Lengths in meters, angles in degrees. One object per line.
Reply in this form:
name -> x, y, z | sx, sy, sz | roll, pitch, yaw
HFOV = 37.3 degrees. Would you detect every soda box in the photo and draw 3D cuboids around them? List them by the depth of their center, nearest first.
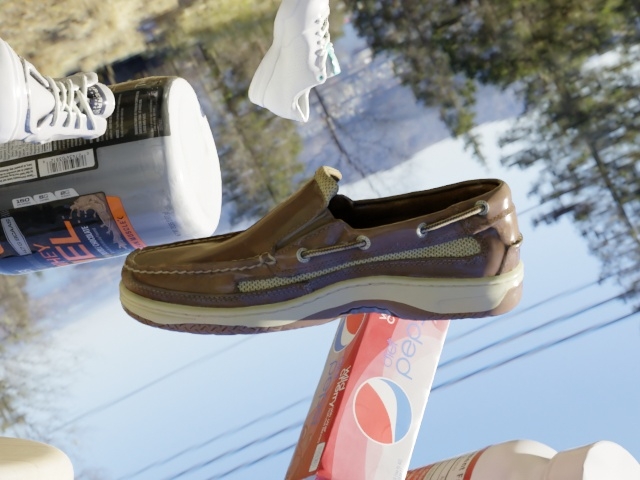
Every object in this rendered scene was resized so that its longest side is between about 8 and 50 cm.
soda box -> 0.055, 0.140, 0.950 | 0.083, 0.092, 0.263 | -40, -156, 56

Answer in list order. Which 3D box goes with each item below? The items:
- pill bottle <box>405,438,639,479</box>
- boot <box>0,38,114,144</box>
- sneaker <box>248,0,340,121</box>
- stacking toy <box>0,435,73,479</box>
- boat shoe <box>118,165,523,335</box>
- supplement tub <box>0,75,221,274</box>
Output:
pill bottle -> 0.191, 0.373, 1.142 | 0.407, 0.229, 0.229 | -28, 180, 39
boot -> -0.253, -0.137, 0.879 | 0.123, 0.095, 0.258 | -5, -172, -20
sneaker -> -0.012, -0.242, 1.166 | 0.080, 0.094, 0.212 | -50, 168, -51
stacking toy -> -0.239, 0.297, 0.595 | 0.141, 0.331, 0.141 | 4, 177, 0
boat shoe -> -0.001, -0.003, 0.603 | 0.257, 0.095, 0.095 | -4, -161, -5
supplement tub -> -0.307, -0.073, 1.160 | 0.337, 0.207, 0.207 | -10, -176, 9
